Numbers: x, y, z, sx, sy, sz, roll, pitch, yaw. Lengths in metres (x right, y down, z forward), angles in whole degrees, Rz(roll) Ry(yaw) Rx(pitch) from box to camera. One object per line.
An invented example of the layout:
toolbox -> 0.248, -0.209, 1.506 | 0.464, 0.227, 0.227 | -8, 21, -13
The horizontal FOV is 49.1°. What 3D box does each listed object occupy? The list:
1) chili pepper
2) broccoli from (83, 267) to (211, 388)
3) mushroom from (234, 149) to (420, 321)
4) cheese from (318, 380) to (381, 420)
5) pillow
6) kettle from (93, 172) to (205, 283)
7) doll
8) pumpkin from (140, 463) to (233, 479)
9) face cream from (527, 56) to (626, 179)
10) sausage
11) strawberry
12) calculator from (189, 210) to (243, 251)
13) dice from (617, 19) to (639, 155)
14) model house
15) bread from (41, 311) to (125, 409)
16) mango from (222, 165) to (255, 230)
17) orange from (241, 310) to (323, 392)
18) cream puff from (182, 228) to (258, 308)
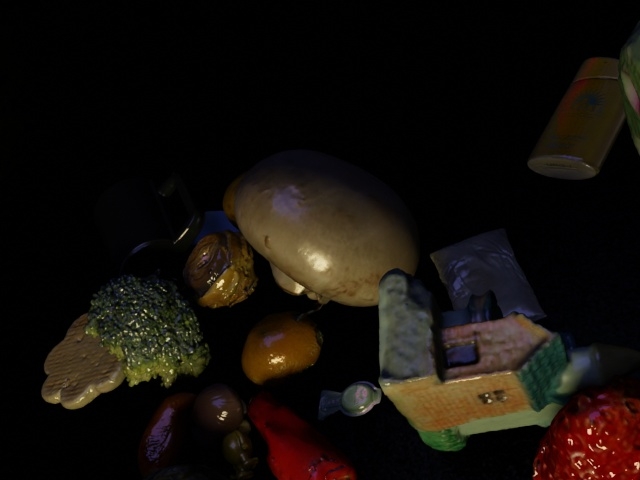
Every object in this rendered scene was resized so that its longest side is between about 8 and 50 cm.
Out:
chili pepper -> -0.034, 0.349, 1.144 | 0.110, 0.110, 0.387 | -45, 36, -10
broccoli -> -0.355, 0.194, 1.472 | 0.243, 0.263, 0.247 | 116, 166, -45
mushroom -> 0.000, 0.000, 1.298 | 0.295, 0.362, 0.362 | -62, 34, 18
cheese -> 0.050, 0.276, 1.211 | 0.120, 0.026, 0.067 | -15, 43, 26
pillow -> 0.284, 0.079, 1.211 | 0.148, 0.050, 0.230 | -30, 41, 17
kettle -> -0.407, -0.013, 1.736 | 0.262, 0.203, 0.308 | -27, 39, -10
doll -> -0.171, 0.346, 1.261 | 0.145, 0.096, 0.188 | -49, 60, 49
pumpkin -> -0.221, 0.501, 1.061 | 0.320, 0.192, 0.320 | -22, 42, 22
face cream -> 0.515, -0.240, 1.338 | 0.139, 0.067, 0.285 | 13, 60, 42
sausage -> -0.292, 0.370, 1.336 | 0.089, 0.089, 0.179 | -5, 51, 35
strawberry -> 0.350, 0.247, 0.830 | 0.205, 0.244, 0.205 | -19, 41, 17
calculator -> -0.247, -0.024, 1.737 | 0.210, 0.039, 0.121 | -1, 53, 37
dice -> 0.631, -0.182, 0.983 | 0.322, 0.330, 0.318 | -23, 45, 17
model house -> 0.273, 0.153, 0.980 | 0.325, 0.267, 0.194 | -12, 50, 21
bread -> -0.526, 0.263, 1.653 | 0.316, 0.054, 0.316 | -20, 41, 19
mango -> -0.068, -0.109, 1.589 | 0.329, 0.175, 0.177 | -21, 86, 20
orange -> -0.081, 0.201, 1.333 | 0.160, 0.112, 0.170 | -6, 59, 33
cream puff -> -0.212, 0.068, 1.543 | 0.189, 0.129, 0.189 | -30, 44, 35
